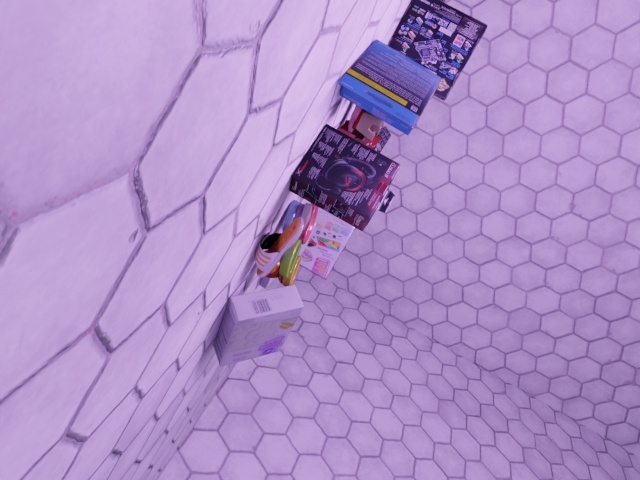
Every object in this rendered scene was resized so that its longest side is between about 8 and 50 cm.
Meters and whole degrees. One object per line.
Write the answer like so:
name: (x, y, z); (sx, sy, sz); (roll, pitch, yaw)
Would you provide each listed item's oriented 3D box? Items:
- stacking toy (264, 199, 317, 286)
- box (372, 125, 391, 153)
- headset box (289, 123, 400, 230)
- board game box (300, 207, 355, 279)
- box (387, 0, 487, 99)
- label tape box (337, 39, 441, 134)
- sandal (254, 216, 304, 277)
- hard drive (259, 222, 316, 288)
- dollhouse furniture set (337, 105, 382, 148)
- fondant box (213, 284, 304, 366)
stacking toy: (-0.120, -0.006, 1.634); (0.279, 0.131, 0.308); (72, 37, -81)
box: (0.213, -0.447, 2.398); (0.216, 0.060, 0.270); (-19, -155, 38)
headset box: (0.086, -0.184, 1.476); (0.218, 0.294, 0.110); (-60, 177, -23)
board game box: (0.000, 0.000, 2.399); (0.316, 0.242, 0.064); (-59, 178, -4)
box: (0.414, -0.725, 1.813); (0.293, 0.296, 0.073); (-62, 175, 16)
label tape box: (0.192, -0.430, 1.419); (0.333, 0.241, 0.105); (-57, 177, -42)
sandal: (-0.146, 0.007, 1.496); (0.265, 0.076, 0.101); (-48, -153, 34)
hard drive: (-0.137, 0.055, 2.074); (0.307, 0.040, 0.203); (-43, 164, -49)
dollhouse furniture set: (0.139, -0.403, 1.639); (0.201, 0.152, 0.374); (-63, 176, 34)
fondant box: (-0.220, 0.298, 1.679); (0.239, 0.096, 0.330); (-8, 146, -29)
